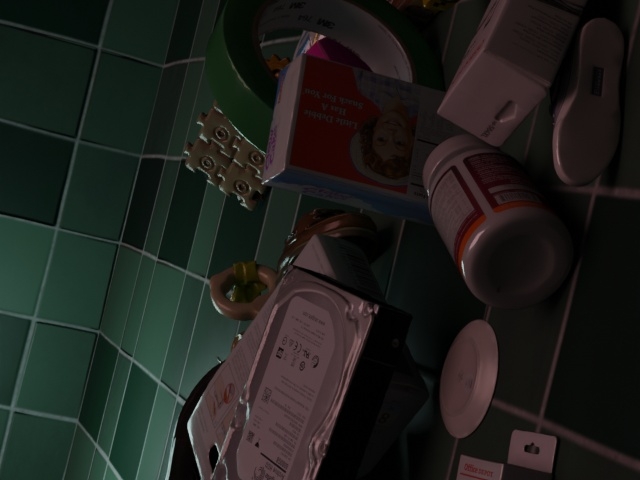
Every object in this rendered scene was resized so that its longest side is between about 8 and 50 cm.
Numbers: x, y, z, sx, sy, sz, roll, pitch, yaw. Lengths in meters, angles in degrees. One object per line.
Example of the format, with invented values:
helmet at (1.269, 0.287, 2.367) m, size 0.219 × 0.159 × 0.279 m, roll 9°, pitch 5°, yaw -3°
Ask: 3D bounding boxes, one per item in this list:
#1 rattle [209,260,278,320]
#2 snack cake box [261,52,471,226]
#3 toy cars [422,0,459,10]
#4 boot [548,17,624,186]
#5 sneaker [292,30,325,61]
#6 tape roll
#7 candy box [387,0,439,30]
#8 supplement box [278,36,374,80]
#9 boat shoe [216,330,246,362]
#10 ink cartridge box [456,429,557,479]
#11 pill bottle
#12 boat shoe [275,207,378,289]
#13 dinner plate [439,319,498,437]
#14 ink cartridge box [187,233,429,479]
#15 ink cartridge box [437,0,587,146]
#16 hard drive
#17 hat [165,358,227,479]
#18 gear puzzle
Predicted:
rattle at (-0.106, 0.137, 2.362) m, size 0.200 × 0.130 × 0.142 m, roll 43°, pitch 133°, yaw 39°
snack cake box at (0.073, -0.116, 1.704) m, size 0.089 × 0.264 × 0.152 m, roll 155°, pitch 126°, yaw -68°
toy cars at (0.241, -0.467, 1.761) m, size 0.176 × 0.087 × 0.393 m, roll 38°, pitch 110°, yaw 64°
boot at (0.272, -0.135, 1.474) m, size 0.086 × 0.069 × 0.190 m, roll 134°, pitch 153°, yaw -69°
sneaker at (0.014, -0.328, 2.308) m, size 0.092 × 0.087 × 0.228 m, roll 175°, pitch 106°, yaw -68°
tape roll at (0.007, -0.227, 1.885) m, size 0.077 × 0.321 × 0.321 m, roll 123°, pitch 154°, yaw -47°
candy box at (0.128, -0.361, 2.052) m, size 0.187 × 0.053 × 0.109 m, roll 143°, pitch 138°, yaw -64°
supplement box at (0.022, -0.234, 2.115) m, size 0.111 × 0.114 × 0.220 m, roll 60°, pitch 154°, yaw 1°
boat shoe at (-0.132, 0.257, 2.312) m, size 0.285 × 0.089 × 0.104 m, roll -96°, pitch 26°, yaw -46°
ink cartridge box at (0.180, 0.281, 1.437) m, size 0.104 × 0.060 × 0.180 m, roll 170°, pitch 112°, yaw -70°
pill bottle at (0.187, -0.028, 1.538) m, size 0.221 × 0.121 × 0.121 m, roll -110°, pitch 38°, yaw -60°
boat shoe at (0.000, 0.000, 2.077) m, size 0.307 × 0.111 × 0.104 m, roll 143°, pitch 136°, yaw -62°
dinner plate at (0.168, 0.160, 1.631) m, size 0.141 × 0.017 × 0.141 m, roll -167°, pitch 90°, yaw -70°
ink cartridge box at (-0.031, 0.229, 1.894) m, size 0.385 × 0.091 × 0.308 m, roll -56°, pitch 34°, yaw 25°
ink cartridge box at (0.219, -0.225, 1.523) m, size 0.203 × 0.086 × 0.148 m, roll -63°, pitch 3°, yaw -28°
hard drive at (-0.023, 0.216, 1.743) m, size 0.237 × 0.064 × 0.338 m, roll 24°, pitch 95°, yaw 59°
hat at (-0.082, 0.322, 2.020) m, size 0.331 × 0.134 × 0.331 m, roll -28°, pitch 44°, yaw 30°
gear puzzle at (-0.125, -0.215, 2.528) m, size 0.044 × 0.175 × 0.339 m, roll -52°, pitch -5°, yaw -48°
